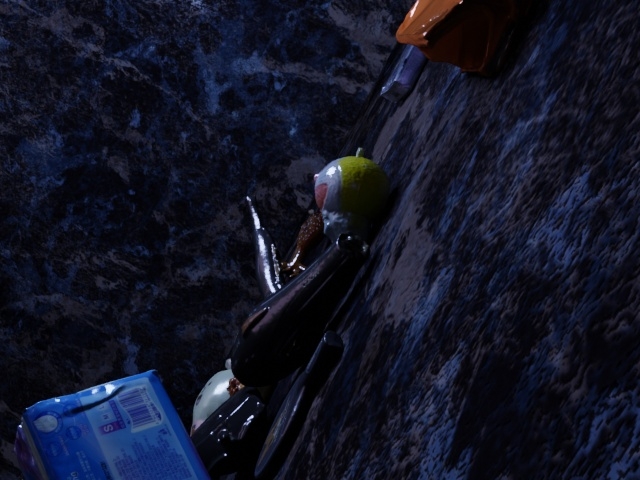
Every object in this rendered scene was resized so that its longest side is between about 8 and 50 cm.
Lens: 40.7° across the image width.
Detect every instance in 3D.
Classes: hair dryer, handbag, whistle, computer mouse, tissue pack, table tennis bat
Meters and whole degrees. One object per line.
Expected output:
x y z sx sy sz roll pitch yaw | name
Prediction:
-0.062 0.021 1.317 0.304 0.120 0.360 -56 36 32 | hair dryer
0.249 -0.405 1.065 0.410 0.116 0.303 -62 8 11 | handbag
0.036 -0.037 1.298 0.123 0.122 0.223 133 149 -73 | whistle
-0.129 0.293 1.298 0.147 0.088 0.264 -45 -1 -4 | computer mouse
-0.264 0.330 1.141 0.198 0.263 0.146 -12 -32 -36 | tissue pack
-0.030 0.210 1.101 0.236 0.027 0.150 -62 4 29 | table tennis bat
0.193 -0.378 1.847 0.156 0.051 0.112 -63 6 -12 | tissue pack

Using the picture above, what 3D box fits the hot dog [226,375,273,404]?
-0.118 0.242 1.530 0.102 0.076 0.249 120 175 -67 | hot dog

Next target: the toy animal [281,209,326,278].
-0.018 -0.009 1.830 0.243 0.087 0.260 -61 2 38 | toy animal

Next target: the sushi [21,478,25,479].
-0.361 0.518 1.255 0.281 0.294 0.299 -64 6 -15 | sushi

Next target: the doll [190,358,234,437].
-0.203 0.351 1.700 0.155 0.113 0.275 -42 11 50 | doll
